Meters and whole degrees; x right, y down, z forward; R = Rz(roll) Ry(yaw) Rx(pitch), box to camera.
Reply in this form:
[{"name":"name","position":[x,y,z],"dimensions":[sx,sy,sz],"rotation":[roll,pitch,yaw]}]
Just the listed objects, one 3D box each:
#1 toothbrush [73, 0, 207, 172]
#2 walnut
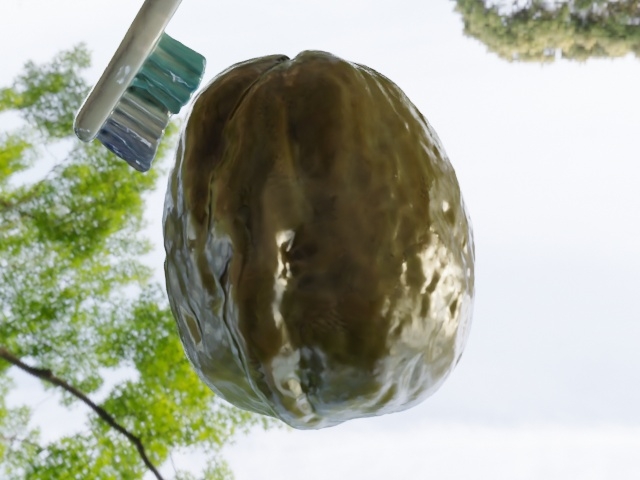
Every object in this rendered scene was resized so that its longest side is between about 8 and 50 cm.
[{"name":"toothbrush","position":[0.025,-0.191,0.290],"dimensions":[0.040,0.418,0.042],"rotation":[32,-157,-17]},{"name":"walnut","position":[0.000,0.000,0.616],"dimensions":[0.227,0.283,0.283],"rotation":[-2,-138,28]}]
